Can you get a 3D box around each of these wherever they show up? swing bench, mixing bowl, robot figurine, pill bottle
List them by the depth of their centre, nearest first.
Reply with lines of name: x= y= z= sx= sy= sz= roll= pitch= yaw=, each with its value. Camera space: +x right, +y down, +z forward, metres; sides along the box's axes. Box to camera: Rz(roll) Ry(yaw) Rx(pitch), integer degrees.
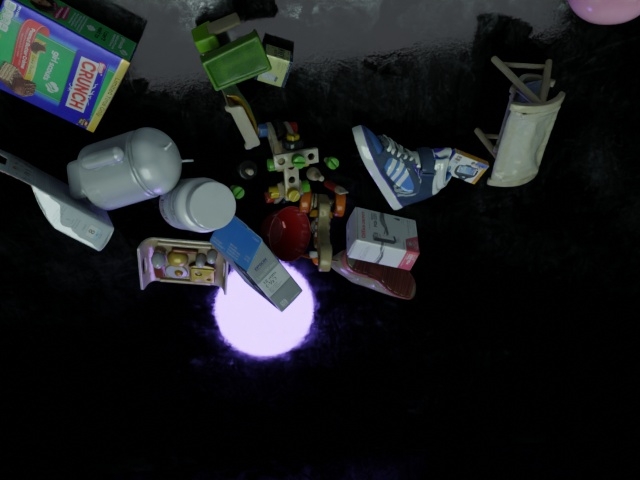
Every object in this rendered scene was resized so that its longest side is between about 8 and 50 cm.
swing bench: x=0.532 y=-0.315 z=1.752 sx=0.165 sy=0.254 sz=0.253 roll=2 pitch=135 yaw=-2
robot figurine: x=-0.554 y=-0.208 z=1.903 sx=0.354 sy=0.199 sz=0.300 roll=-15 pitch=172 yaw=15
pill bottle: x=-0.362 y=-0.105 z=1.935 sx=0.160 sy=0.160 sz=0.283 roll=31 pitch=169 yaw=-27
mixing bowl: x=-0.128 y=-0.027 z=2.126 sx=0.098 sy=0.181 sz=0.181 roll=11 pitch=149 yaw=43

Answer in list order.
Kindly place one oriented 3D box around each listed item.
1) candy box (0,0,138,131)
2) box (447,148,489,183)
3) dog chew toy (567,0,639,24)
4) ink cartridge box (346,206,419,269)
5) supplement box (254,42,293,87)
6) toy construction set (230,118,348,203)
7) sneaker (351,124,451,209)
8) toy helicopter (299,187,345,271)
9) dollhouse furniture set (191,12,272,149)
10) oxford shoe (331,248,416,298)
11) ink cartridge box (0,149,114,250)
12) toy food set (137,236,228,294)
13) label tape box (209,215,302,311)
candy box: x=-0.678 y=-0.466 z=1.701 sx=0.317 sy=0.122 sz=0.268 roll=24 pitch=130 yaw=-24
box: x=0.434 y=-0.227 z=2.001 sx=0.136 sy=0.028 sz=0.081 roll=17 pitch=133 yaw=-18
dog chew toy: x=0.658 y=-0.661 z=1.459 sx=0.207 sy=0.206 sz=0.331 roll=-7 pitch=126 yaw=7
ink cartridge box: x=0.200 y=-0.007 z=2.128 sx=0.218 sy=0.158 sz=0.092 roll=11 pitch=135 yaw=-11
supplement box: x=-0.124 y=-0.465 z=1.745 sx=0.083 sy=0.056 sz=0.083 roll=14 pitch=133 yaw=-13
toy construction set: x=-0.054 y=-0.190 z=1.852 sx=0.309 sy=0.237 sz=0.257 roll=14 pitch=101 yaw=-27
sneaker: x=0.256 y=-0.251 z=1.923 sx=0.236 sy=0.130 sz=0.322 roll=-27 pitch=125 yaw=12
toy helicopter: x=0.000 y=0.000 z=1.998 sx=0.140 sy=0.355 sz=0.234 roll=6 pitch=117 yaw=-6
dollhouse furniture set: x=-0.195 y=-0.417 z=1.717 sx=0.151 sy=0.197 sz=0.301 roll=-24 pitch=135 yaw=1
oxford shoe: x=0.188 y=0.115 z=2.307 sx=0.348 sy=0.122 sz=0.130 roll=30 pitch=154 yaw=-28
ink cartridge box: x=-0.807 y=-0.127 z=1.916 sx=0.385 sy=0.308 sz=0.091 roll=31 pitch=93 yaw=-28
toy food set: x=-0.475 y=0.105 z=2.289 sx=0.306 sy=0.092 sz=0.219 roll=5 pitch=134 yaw=-5
label tape box: x=-0.234 y=0.051 z=2.109 sx=0.115 sy=0.249 sz=0.347 roll=-46 pitch=133 yaw=-10
